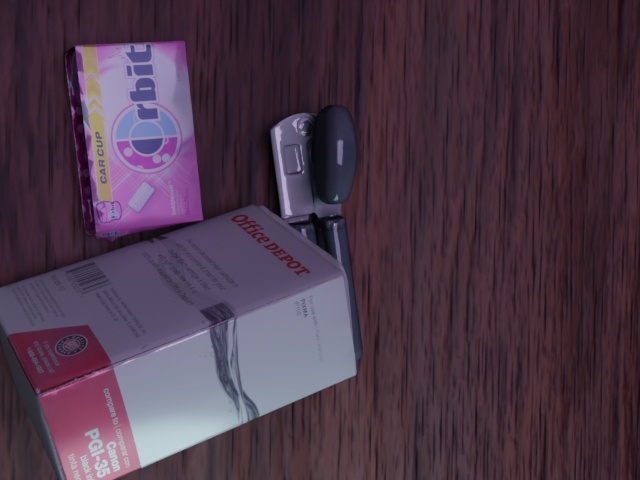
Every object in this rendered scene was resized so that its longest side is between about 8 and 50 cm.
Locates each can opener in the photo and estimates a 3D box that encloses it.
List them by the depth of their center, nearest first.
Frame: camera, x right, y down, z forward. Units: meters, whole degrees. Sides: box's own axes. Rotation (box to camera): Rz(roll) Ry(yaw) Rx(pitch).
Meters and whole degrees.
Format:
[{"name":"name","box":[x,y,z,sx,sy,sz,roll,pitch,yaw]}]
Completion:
[{"name":"can opener","box":[0.000,0.000,1.060,0.074,0.093,0.280,-10,100,-24]}]

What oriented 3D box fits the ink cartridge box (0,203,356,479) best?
[{"name":"ink cartridge box","box":[-0.135,0.086,0.926,0.283,0.207,0.117,-20,118,-21]}]

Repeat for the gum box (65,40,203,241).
[{"name":"gum box","box":[-0.182,-0.096,0.987,0.107,0.062,0.188,-8,95,-23]}]
